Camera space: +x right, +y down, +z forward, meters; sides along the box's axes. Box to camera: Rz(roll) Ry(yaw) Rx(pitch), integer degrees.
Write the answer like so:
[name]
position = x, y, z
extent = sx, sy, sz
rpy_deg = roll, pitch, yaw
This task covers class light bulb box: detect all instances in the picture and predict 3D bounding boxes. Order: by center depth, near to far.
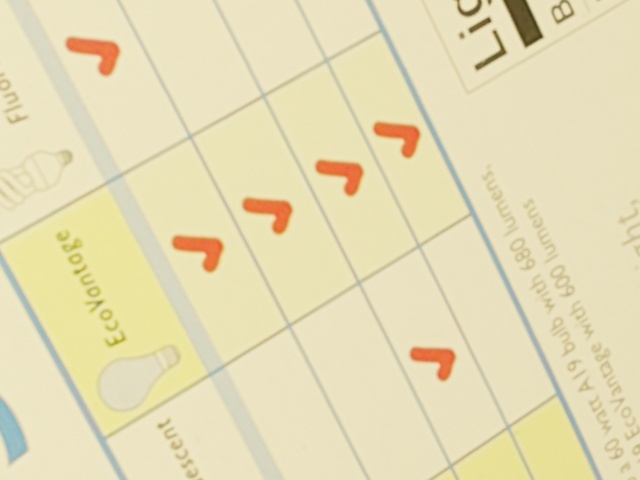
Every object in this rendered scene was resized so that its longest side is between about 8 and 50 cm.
[light bulb box]
position = -0.008, -0.045, 0.530
extent = 0.361, 0.225, 0.358
rpy_deg = -31, 102, -18
